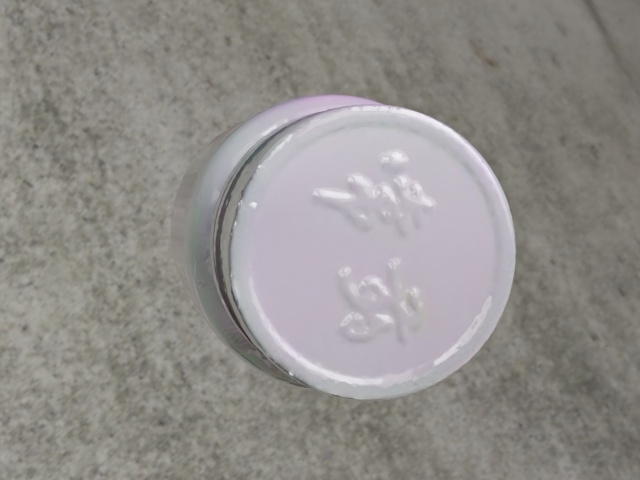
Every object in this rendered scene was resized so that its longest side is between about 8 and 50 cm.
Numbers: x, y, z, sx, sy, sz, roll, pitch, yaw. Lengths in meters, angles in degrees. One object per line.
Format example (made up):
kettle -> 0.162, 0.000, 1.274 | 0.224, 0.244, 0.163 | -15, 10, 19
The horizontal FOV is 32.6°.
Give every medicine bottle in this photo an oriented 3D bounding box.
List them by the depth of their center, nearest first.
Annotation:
medicine bottle -> 0.000, 0.000, 0.581 | 0.152, 0.152, 0.254 | 40, -5, -11
